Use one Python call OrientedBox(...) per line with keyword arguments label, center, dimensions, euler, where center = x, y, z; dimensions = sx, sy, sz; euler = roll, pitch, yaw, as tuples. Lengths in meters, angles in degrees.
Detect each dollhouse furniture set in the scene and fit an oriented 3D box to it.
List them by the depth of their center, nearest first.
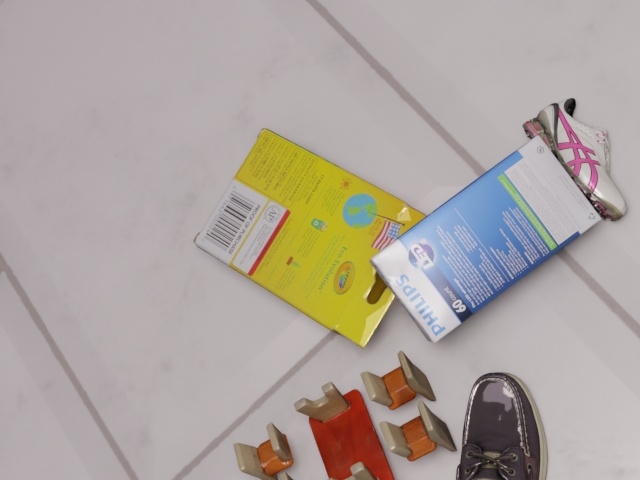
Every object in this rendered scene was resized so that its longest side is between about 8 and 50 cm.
OrientedBox(label="dollhouse furniture set", center=(0.055, 0.312, 1.322), dimensions=(0.262, 0.135, 0.259), euler=(-31, 52, 13))

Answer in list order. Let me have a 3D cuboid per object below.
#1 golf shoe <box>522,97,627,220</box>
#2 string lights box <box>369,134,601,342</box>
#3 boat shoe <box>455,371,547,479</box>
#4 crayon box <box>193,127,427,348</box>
OrientedBox(label="golf shoe", center=(0.342, -0.108, 1.336), dimensions=(0.086, 0.067, 0.186), euler=(-37, 62, 8))
OrientedBox(label="string lights box", center=(0.204, 0.000, 1.308), dimensions=(0.259, 0.077, 0.133), euler=(-36, 88, -1))
OrientedBox(label="boat shoe", center=(0.213, 0.296, 1.250), dimensions=(0.102, 0.092, 0.285), euler=(-2, 73, 24))
OrientedBox(label="crayon box", center=(0.000, 0.000, 1.452), dimensions=(0.318, 0.081, 0.202), euler=(31, 88, 30))
